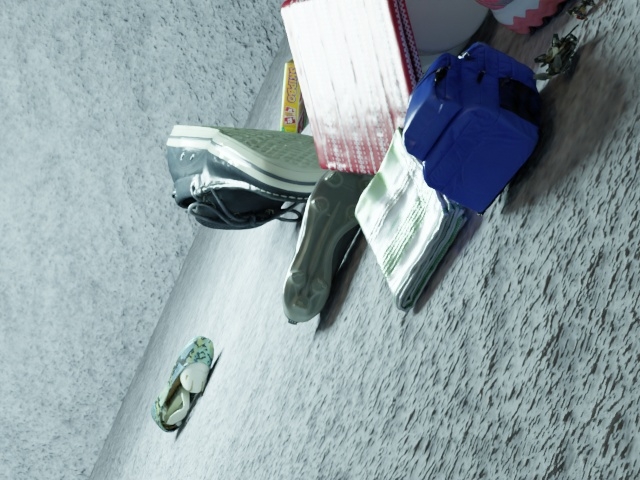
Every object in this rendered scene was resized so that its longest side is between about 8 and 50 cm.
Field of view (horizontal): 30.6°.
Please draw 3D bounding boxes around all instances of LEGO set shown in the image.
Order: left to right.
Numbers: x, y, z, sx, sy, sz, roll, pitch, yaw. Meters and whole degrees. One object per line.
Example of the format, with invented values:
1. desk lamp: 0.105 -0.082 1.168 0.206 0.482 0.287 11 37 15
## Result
1. LEGO set: 0.194 -0.152 0.918 0.083 0.023 0.054 -52 12 -4

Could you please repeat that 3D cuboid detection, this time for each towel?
1. towel: 0.039 -0.163 1.204 0.275 0.031 0.198 15 122 66
2. towel: 0.073 -0.023 1.055 0.113 0.023 0.152 -61 31 26

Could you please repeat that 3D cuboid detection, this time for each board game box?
1. board game box: -0.034 -0.253 1.998 0.259 0.039 0.124 -75 -9 -75

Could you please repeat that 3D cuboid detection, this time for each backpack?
1. backpack: 0.122 -0.103 0.931 0.098 0.101 0.120 -48 15 37

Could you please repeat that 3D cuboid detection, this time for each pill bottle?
1. pill bottle: 0.084 -0.259 1.296 0.162 0.162 0.278 -65 11 -2

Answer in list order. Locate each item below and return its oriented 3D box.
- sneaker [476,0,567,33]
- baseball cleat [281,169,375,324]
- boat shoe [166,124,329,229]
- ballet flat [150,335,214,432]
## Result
1. sneaker: 0.174 -0.261 0.934 0.116 0.136 0.314 -69 12 -16
2. baseball cleat: 0.000 0.000 1.365 0.205 0.072 0.109 -64 3 -14
3. boat shoe: -0.108 -0.089 1.749 0.500 0.187 0.156 -164 78 -64
4. ballet flat: -0.221 0.245 1.939 0.070 0.070 0.188 -85 20 -61
